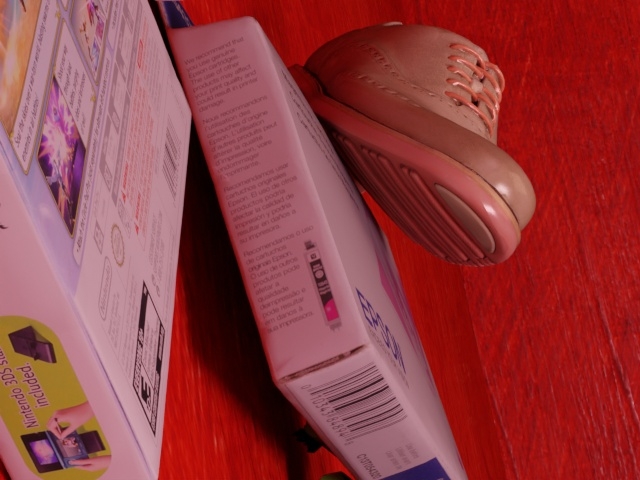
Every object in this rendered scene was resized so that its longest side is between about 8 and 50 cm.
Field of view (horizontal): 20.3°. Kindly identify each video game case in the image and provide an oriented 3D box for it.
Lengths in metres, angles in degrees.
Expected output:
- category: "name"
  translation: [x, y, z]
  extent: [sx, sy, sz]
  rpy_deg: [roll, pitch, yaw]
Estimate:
- category: "video game case"
  translation: [-0.123, -0.070, 0.741]
  extent: [0.269, 0.061, 0.244]
  rpy_deg: [-91, 166, -53]

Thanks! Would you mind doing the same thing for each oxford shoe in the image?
- category: "oxford shoe"
  translation: [0.074, -0.097, 1.319]
  extent: [0.140, 0.146, 0.397]
  rpy_deg: [52, -4, -26]

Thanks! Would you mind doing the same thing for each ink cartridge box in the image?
- category: "ink cartridge box"
  translation: [0.000, 0.000, 1.195]
  extent: [0.324, 0.071, 0.330]
  rpy_deg: [56, 15, -61]

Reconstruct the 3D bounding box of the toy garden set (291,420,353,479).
- category: "toy garden set"
  translation: [0.026, 0.242, 1.276]
  extent: [0.204, 0.049, 0.244]
  rpy_deg: [51, 27, -66]
